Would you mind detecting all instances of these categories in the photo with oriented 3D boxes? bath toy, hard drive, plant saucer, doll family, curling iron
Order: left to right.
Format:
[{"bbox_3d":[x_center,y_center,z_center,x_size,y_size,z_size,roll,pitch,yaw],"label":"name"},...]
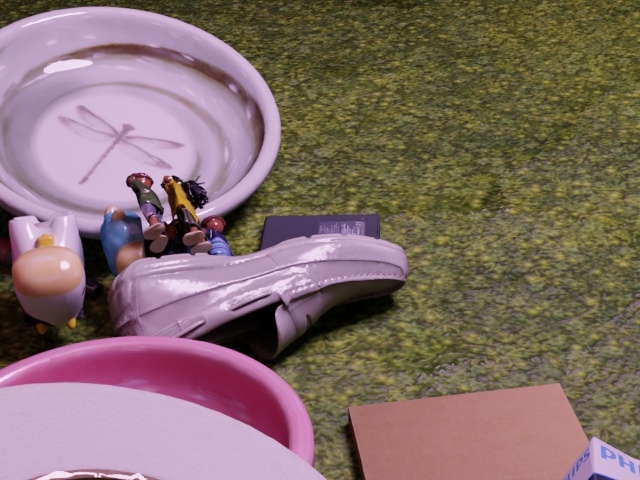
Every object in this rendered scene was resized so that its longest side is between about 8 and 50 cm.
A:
[{"bbox_3d":[-0.353,0.046,1.298,0.348,0.129,0.151,-6,7,-8],"label":"bath toy"},{"bbox_3d":[-0.342,0.007,1.453,0.274,0.035,0.068,23,38,38],"label":"curling iron"},{"bbox_3d":[-0.252,-0.126,1.548,0.401,0.100,0.400,7,46,-7],"label":"plant saucer"},{"bbox_3d":[-0.169,0.201,1.046,0.332,0.084,0.332,-2,29,1],"label":"plant saucer"},{"bbox_3d":[-0.139,-0.011,1.339,0.076,0.193,0.111,-24,47,-1],"label":"doll family"},{"bbox_3d":[0.000,0.000,1.446,0.135,0.022,0.094,-1,30,4],"label":"hard drive"}]

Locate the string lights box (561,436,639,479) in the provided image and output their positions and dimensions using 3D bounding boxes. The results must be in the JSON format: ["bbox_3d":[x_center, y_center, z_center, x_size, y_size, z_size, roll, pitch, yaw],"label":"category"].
[{"bbox_3d":[0.227,0.262,0.858,0.133,0.076,0.259,25,31,-3],"label":"string lights box"}]

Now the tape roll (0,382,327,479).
[{"bbox_3d":[-0.127,0.236,0.761,0.392,0.072,0.392,13,31,-8],"label":"tape roll"}]

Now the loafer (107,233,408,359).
[{"bbox_3d":[-0.052,0.065,1.274,0.319,0.112,0.111,-9,68,-22],"label":"loafer"}]

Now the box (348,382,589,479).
[{"bbox_3d":[0.134,0.188,1.102,0.201,0.021,0.164,-6,29,-5],"label":"box"}]
